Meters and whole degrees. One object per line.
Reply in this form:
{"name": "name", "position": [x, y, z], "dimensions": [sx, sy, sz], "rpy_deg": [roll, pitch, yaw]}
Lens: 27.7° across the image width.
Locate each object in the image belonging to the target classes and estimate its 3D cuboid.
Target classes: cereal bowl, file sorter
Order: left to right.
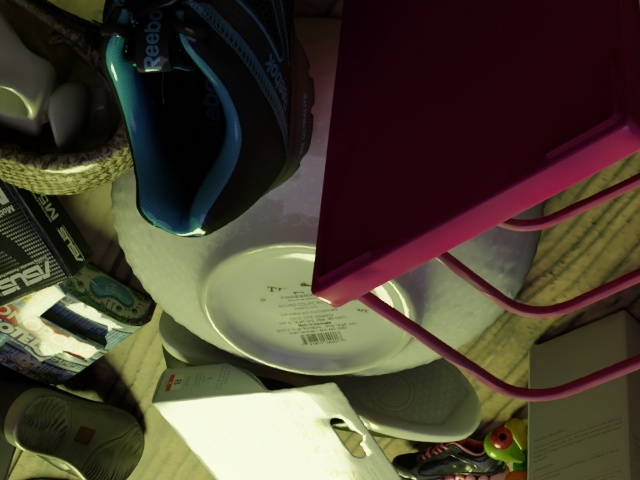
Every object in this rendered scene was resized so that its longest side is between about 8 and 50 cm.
{"name": "cereal bowl", "position": [0.000, 0.000, 0.990], "dimensions": [0.339, 0.141, 0.339], "rpy_deg": [5, 139, 4]}
{"name": "file sorter", "position": [0.139, -0.080, 0.757], "dimensions": [0.182, 0.290, 0.202], "rpy_deg": [35, 133, -31]}

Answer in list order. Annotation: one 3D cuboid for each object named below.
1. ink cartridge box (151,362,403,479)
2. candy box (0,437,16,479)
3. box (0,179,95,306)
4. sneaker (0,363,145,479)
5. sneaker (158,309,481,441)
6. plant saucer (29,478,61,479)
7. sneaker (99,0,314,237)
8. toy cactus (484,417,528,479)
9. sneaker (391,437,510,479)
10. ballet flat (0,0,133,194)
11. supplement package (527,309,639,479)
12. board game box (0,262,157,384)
{"name": "ink cartridge box", "position": [-0.034, 0.158, 1.108], "dimensions": [0.179, 0.045, 0.145], "rpy_deg": [-11, 132, 26]}
{"name": "candy box", "position": [-0.387, 0.272, 1.357], "dimensions": [0.070, 0.164, 0.196], "rpy_deg": [24, 137, -17]}
{"name": "box", "position": [-0.304, -0.026, 1.041], "dimensions": [0.191, 0.045, 0.184], "rpy_deg": [-20, 107, 30]}
{"name": "sneaker", "position": [-0.271, 0.177, 1.309], "dimensions": [0.118, 0.083, 0.222], "rpy_deg": [23, 167, 33]}
{"name": "sneaker", "position": [-0.006, 0.142, 1.191], "dimensions": [0.296, 0.104, 0.147], "rpy_deg": [15, 141, 2]}
{"name": "plant saucer", "position": [-0.297, 0.335, 1.520], "dimensions": [0.168, 0.029, 0.168], "rpy_deg": [5, 141, 4]}
{"name": "sneaker", "position": [-0.067, -0.165, 0.752], "dimensions": [0.125, 0.139, 0.340], "rpy_deg": [1, 115, 18]}
{"name": "toy cactus", "position": [0.251, 0.229, 1.262], "dimensions": [0.219, 0.112, 0.180], "rpy_deg": [11, 159, -6]}
{"name": "sneaker", "position": [0.128, 0.215, 1.299], "dimensions": [0.119, 0.047, 0.057], "rpy_deg": [-4, 116, 13]}
{"name": "ballet flat", "position": [-0.320, -0.168, 0.806], "dimensions": [0.483, 0.164, 0.182], "rpy_deg": [25, 175, -14]}
{"name": "supplement package", "position": [0.248, 0.170, 1.109], "dimensions": [0.105, 0.179, 0.105], "rpy_deg": [-29, 127, 36]}
{"name": "board game box", "position": [-0.255, 0.051, 1.157], "dimensions": [0.194, 0.060, 0.194], "rpy_deg": [33, 135, -26]}
